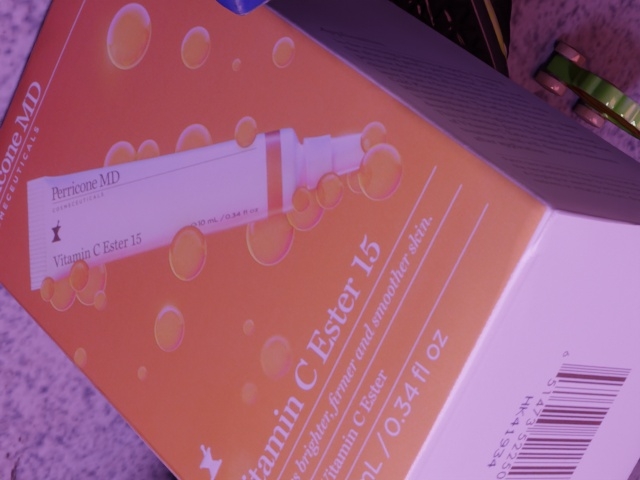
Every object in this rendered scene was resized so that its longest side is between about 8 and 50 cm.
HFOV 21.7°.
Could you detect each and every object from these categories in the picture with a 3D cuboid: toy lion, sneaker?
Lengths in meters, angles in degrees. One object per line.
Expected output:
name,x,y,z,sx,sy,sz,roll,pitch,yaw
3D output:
toy lion,0.201,-0.093,1.154,0.034,0.096,0.100,-55,141,5
sneaker,0.066,-0.182,0.991,0.097,0.084,0.235,-67,151,-49

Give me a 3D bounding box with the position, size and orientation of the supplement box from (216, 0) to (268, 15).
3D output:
supplement box,-0.046,-0.309,0.671,0.194,0.195,0.357,-34,138,-19

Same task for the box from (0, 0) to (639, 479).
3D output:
box,0.000,0.000,0.835,0.168,0.345,0.215,8,114,-46
